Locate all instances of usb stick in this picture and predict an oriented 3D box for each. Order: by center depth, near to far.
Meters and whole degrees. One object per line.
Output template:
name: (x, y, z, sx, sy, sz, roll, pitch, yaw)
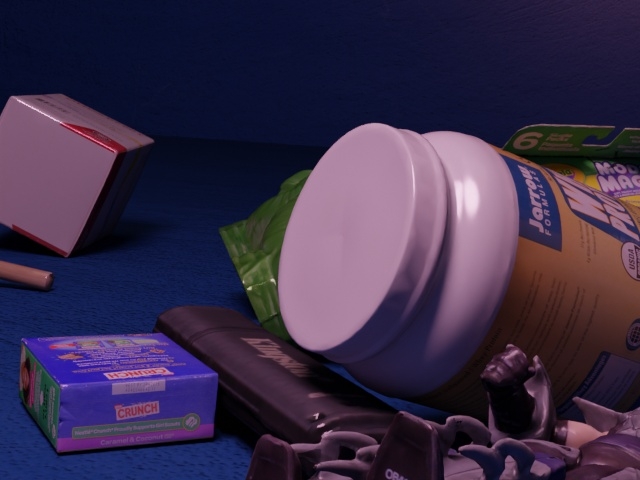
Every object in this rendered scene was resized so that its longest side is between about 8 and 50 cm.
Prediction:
usb stick: (-0.027, 0.085, 0.721, 0.077, 0.045, 0.278, 14, 4, -26)

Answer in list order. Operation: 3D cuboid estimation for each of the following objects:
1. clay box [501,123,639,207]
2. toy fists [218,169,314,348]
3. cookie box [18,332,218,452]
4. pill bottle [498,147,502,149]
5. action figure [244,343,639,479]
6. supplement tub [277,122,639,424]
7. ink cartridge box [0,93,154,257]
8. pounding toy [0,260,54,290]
clay box: (0.154, 0.008, 0.839, 0.127, 0.053, 0.222, 0, -33, -17)
toy fists: (0.000, 0.000, 0.978, 0.142, 0.096, 0.279, -24, 11, -5)
cookie box: (-0.120, 0.085, 0.722, 0.091, 0.040, 0.107, -1, 9, -24)
pill bottle: (0.195, -0.040, 1.391, 0.117, 0.117, 0.215, 3, 8, 4)
action figure: (0.112, 0.101, 0.515, 0.285, 0.099, 0.185, 0, 3, -40)
supplement tub: (0.092, 0.026, 0.678, 0.199, 0.144, 0.144, 19, 0, -30)
ink cartridge box: (-0.276, -0.075, 1.339, 0.128, 0.127, 0.176, 27, 10, 2)
pounding toy: (-0.350, -0.004, 1.012, 0.182, 0.110, 0.237, 6, 10, 20)
